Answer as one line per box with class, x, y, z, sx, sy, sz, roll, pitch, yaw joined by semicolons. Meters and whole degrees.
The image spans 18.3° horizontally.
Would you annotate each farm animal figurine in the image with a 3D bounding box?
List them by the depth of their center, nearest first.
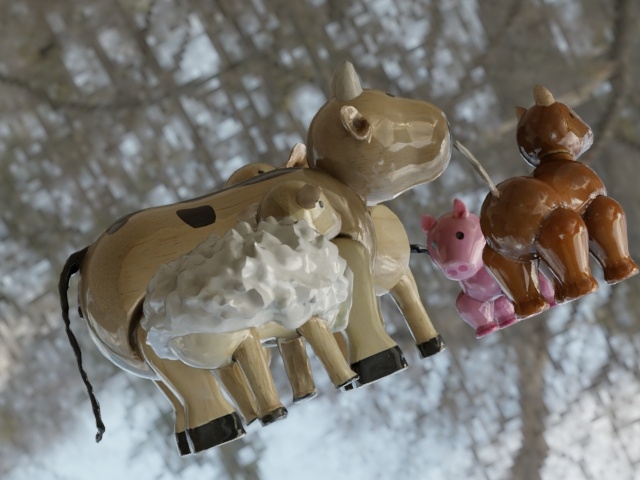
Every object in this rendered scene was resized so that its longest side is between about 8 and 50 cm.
farm animal figurine;0.000;0.000;1.129;0.326;0.172;0.330;-20;175;-27
